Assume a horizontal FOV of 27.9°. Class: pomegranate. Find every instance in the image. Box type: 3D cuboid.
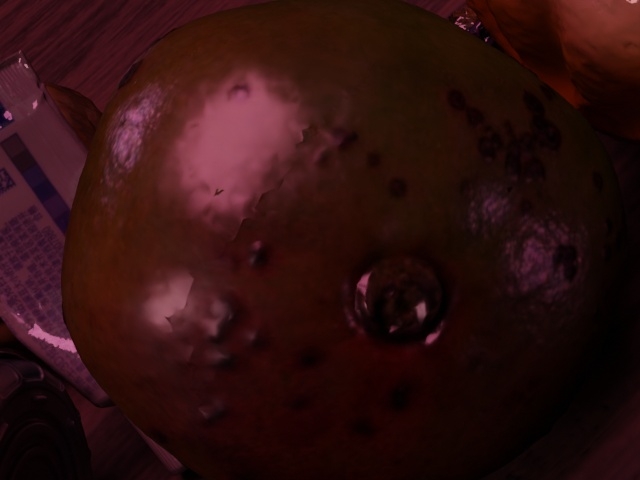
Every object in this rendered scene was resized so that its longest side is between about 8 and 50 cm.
[{"bbox_3d":[0.017,-0.013,0.708,0.291,0.290,0.323,-21,19,17],"label":"pomegranate"}]

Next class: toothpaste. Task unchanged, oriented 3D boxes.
[{"bbox_3d":[-0.157,0.022,0.809,0.068,0.282,0.099,-37,-3,43],"label":"toothpaste"}]

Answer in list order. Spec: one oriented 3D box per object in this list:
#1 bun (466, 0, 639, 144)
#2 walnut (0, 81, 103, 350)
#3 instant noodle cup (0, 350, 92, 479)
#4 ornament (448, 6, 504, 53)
[{"bbox_3d":[0.197,-0.130,0.707,0.299,0.299,0.164,35,111,47],"label":"bun"},{"bbox_3d":[-0.221,-0.024,0.931,0.198,0.198,0.245,-42,44,-6],"label":"walnut"},{"bbox_3d":[-0.245,0.161,0.757,0.182,0.302,0.258,-4,6,14],"label":"instant noodle cup"},{"bbox_3d":[0.105,-0.126,0.885,0.203,0.081,0.088,-23,44,11],"label":"ornament"}]
